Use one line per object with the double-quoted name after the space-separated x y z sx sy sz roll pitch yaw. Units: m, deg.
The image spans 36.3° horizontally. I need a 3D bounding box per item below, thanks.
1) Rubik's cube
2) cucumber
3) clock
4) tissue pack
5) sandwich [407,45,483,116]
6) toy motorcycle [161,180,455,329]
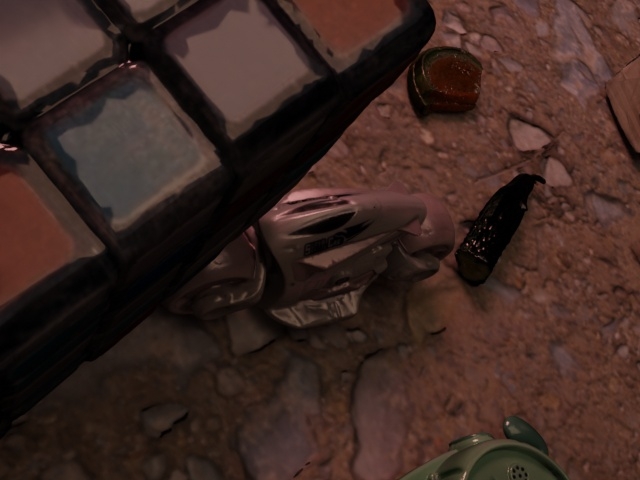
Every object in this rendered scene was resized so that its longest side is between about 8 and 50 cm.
-0.175 -0.079 0.466 0.292 0.287 0.293 -39 89 -21 "Rubik's cube"
0.165 -0.023 0.870 0.043 0.039 0.163 56 47 -21 "cucumber"
0.127 0.206 0.689 0.189 0.060 0.148 -29 81 -42 "clock"
0.409 -0.142 1.068 0.170 0.090 0.103 3 58 -33 "tissue pack"
0.121 -0.155 0.930 0.101 0.026 0.069 -12 68 -38 "sandwich"
0.000 0.000 0.700 0.254 0.112 0.112 -8 67 -35 "toy motorcycle"
